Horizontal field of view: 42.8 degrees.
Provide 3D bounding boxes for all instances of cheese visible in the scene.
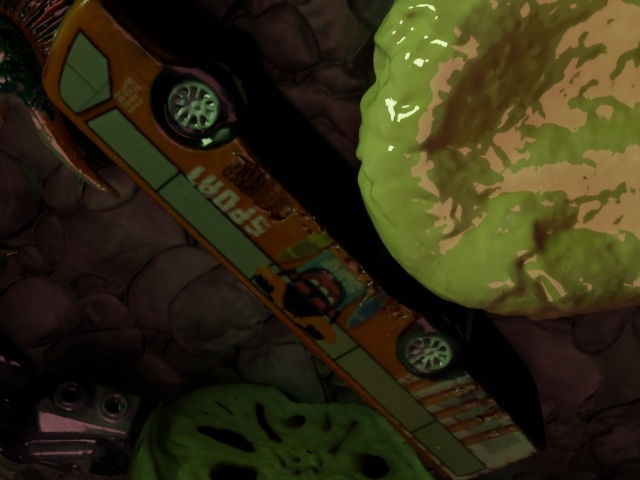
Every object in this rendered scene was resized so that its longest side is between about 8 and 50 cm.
[{"bbox_3d":[0.132,-0.066,0.449,0.226,0.117,0.213,-3,107,-2],"label":"cheese"}]

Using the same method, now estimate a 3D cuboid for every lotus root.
[{"bbox_3d":[-0.048,0.293,0.608,0.251,0.250,0.346,9,115,1],"label":"lotus root"}]

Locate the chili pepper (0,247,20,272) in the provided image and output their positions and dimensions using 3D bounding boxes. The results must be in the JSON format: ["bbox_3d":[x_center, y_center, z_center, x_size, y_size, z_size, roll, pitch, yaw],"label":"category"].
[{"bbox_3d":[-0.310,0.016,0.604,0.178,0.027,0.045,0,120,7],"label":"chili pepper"}]

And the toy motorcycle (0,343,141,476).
[{"bbox_3d":[-0.258,0.101,0.588,0.271,0.106,0.159,15,138,-3],"label":"toy motorcycle"}]

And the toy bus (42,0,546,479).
[{"bbox_3d":[0.000,0.000,0.528,0.092,0.093,0.409,-35,110,27],"label":"toy bus"}]

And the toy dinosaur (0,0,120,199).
[{"bbox_3d":[-0.190,-0.113,0.516,0.187,0.044,0.106,29,102,-9],"label":"toy dinosaur"}]
